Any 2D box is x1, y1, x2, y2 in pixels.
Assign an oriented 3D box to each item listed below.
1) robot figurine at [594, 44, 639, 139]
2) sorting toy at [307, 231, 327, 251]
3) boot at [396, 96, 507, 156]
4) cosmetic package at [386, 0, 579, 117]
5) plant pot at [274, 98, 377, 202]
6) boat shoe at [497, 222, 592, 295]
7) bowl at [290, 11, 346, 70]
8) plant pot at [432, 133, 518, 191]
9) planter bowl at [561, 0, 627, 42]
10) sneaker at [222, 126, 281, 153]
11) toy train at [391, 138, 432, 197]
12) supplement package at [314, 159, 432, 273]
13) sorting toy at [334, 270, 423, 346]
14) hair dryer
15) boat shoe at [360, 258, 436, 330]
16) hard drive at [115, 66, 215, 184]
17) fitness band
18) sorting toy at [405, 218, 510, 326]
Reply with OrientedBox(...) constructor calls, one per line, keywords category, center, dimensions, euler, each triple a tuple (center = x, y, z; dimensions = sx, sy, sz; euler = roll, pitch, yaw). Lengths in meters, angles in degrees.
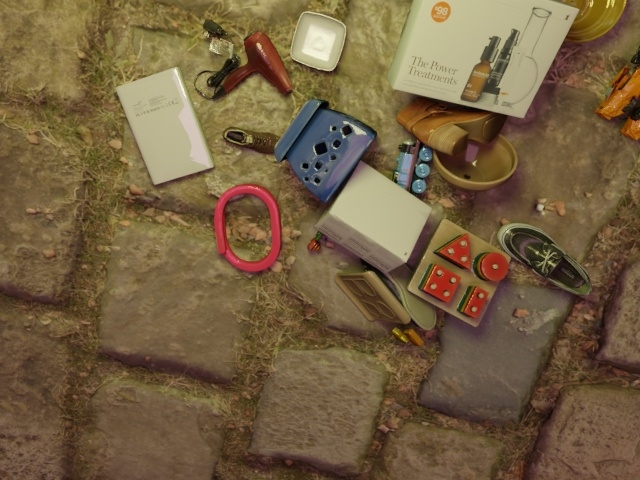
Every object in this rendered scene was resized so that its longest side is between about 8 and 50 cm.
OrientedBox(category="robot figurine", center=(0.927, -0.443, 1.439), dimensions=(0.211, 0.085, 0.291), euler=(34, 107, -8))
OrientedBox(category="sorting toy", center=(0.000, 0.000, 1.646), dimensions=(0.042, 0.061, 0.102), euler=(37, 129, -9))
OrientedBox(category="boot", center=(0.379, -0.347, 1.474), dimensions=(0.284, 0.220, 0.109), euler=(-32, 141, -22))
OrientedBox(category="cosmetic package", center=(0.390, -0.483, 1.275), dimensions=(0.378, 0.097, 0.284), euler=(8, 124, -13))
OrientedBox(category="plant pot", center=(0.010, -0.274, 1.474), dimensions=(0.212, 0.236, 0.236), euler=(37, 106, -2))
OrientedBox(category="boat shoe", center=(0.706, 0.055, 1.590), dimensions=(0.335, 0.119, 0.121), euler=(29, 107, -6))
OrientedBox(category="bowl", center=(-0.004, -0.567, 1.470), dimensions=(0.142, 0.053, 0.141), euler=(18, 108, -2))
OrientedBox(category="plant pot", center=(0.437, -0.218, 1.499), dimensions=(0.238, 0.237, 0.109), euler=(5, 145, 2))
OrientedBox(category="planter bowl", center=(0.693, -0.645, 1.385), dimensions=(0.217, 0.090, 0.217), euler=(1, 107, 4))
OrientedBox(category="sneaker", center=(-0.205, -0.298, 1.557), dimensions=(0.189, 0.071, 0.066), euler=(10, 108, 0))
OrientedBox(category="toy train", center=(0.276, -0.221, 1.552), dimensions=(0.105, 0.080, 0.184), euler=(12, 108, 6))
OrientedBox(category="supplement package", center=(0.156, -0.067, 1.523), dimensions=(0.262, 0.145, 0.204), euler=(33, 66, -7))
OrientedBox(category="sorting toy", center=(0.195, 0.212, 1.644), dimensions=(0.041, 0.229, 0.307), euler=(-46, 103, -23))
OrientedBox(category="hair dryer", center=(-0.215, -0.504, 1.507), dimensions=(0.294, 0.080, 0.223), euler=(19, 123, 3))
OrientedBox(category="boat shoe", center=(0.242, 0.154, 1.659), dimensions=(0.340, 0.127, 0.113), euler=(49, 143, -13))
OrientedBox(category="hard drive", center=(-0.471, -0.345, 1.574), dimensions=(0.203, 0.040, 0.307), euler=(-15, 106, 8))
OrientedBox(category="fitness band", center=(-0.231, -0.039, 1.654), dimensions=(0.209, 0.054, 0.290), euler=(-2, 108, 1))
OrientedBox(category="sorting toy", center=(0.441, 0.100, 1.588), dimensions=(0.257, 0.089, 0.255), euler=(29, 84, -6))
